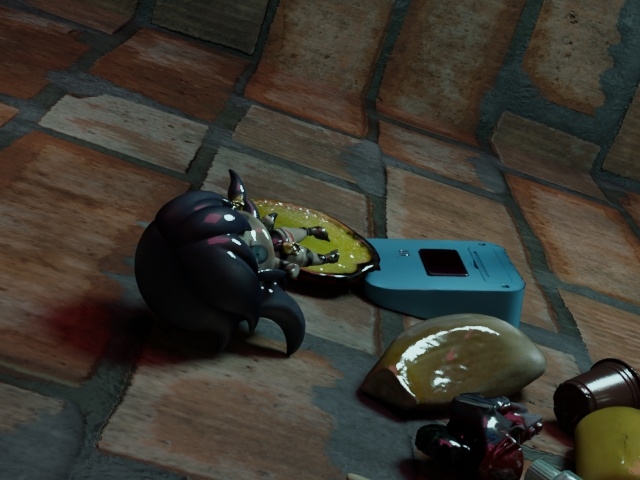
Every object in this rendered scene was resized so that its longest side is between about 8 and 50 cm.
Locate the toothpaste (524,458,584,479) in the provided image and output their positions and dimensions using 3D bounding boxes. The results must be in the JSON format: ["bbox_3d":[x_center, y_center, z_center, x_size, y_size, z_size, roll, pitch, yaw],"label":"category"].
[{"bbox_3d":[0.344,0.329,1.290,0.075,0.048,0.297,-18,40,-43],"label":"toothpaste"}]

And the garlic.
[{"bbox_3d":[0.174,0.157,1.570,0.318,0.112,0.143,-13,38,-42],"label":"garlic"}]

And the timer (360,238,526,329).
[{"bbox_3d":[0.181,0.070,1.908,0.250,0.091,0.232,5,19,-5],"label":"timer"}]

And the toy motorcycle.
[{"bbox_3d":[0.200,0.224,1.388,0.122,0.082,0.213,27,20,25],"label":"toy motorcycle"}]

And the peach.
[{"bbox_3d":[-0.048,0.011,1.809,0.279,0.068,0.189,20,25,-2],"label":"peach"}]

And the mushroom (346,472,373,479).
[{"bbox_3d":[0.110,0.283,1.171,0.202,0.059,0.054,24,55,19],"label":"mushroom"}]

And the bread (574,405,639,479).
[{"bbox_3d":[0.377,0.266,1.436,0.147,0.098,0.217,16,16,1],"label":"bread"}]

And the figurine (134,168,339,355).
[{"bbox_3d":[-0.106,0.032,1.473,0.175,0.197,0.265,34,2,41],"label":"figurine"}]

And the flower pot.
[{"bbox_3d":[0.360,0.215,1.583,0.089,0.111,0.111,-10,31,-33],"label":"flower pot"}]
